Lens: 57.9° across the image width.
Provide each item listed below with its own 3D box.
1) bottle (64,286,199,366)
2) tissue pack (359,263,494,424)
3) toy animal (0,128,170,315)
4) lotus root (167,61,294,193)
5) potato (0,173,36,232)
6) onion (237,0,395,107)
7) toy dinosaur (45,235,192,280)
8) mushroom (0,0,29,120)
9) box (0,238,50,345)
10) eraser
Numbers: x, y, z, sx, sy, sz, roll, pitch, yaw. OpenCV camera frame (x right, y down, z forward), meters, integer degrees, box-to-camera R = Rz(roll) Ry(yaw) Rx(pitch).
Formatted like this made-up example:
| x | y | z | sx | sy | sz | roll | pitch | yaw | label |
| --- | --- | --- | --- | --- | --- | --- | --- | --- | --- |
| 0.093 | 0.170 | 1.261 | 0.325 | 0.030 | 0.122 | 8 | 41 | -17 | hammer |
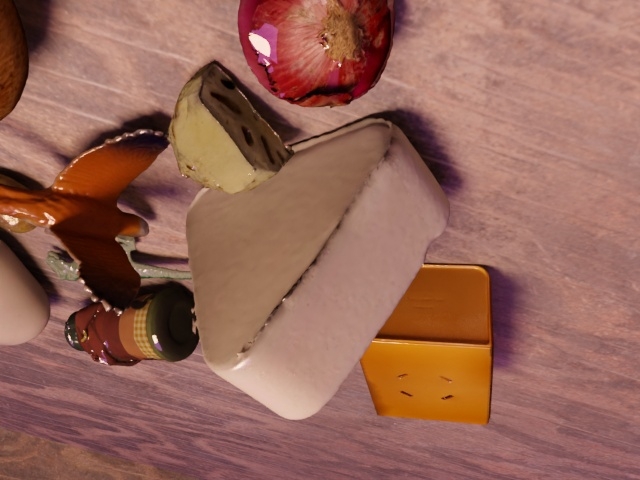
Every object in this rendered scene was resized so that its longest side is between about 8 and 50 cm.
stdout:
| x | y | z | sx | sy | sz | roll | pitch | yaw | label |
| --- | --- | --- | --- | --- | --- | --- | --- | --- | --- |
| -0.367 | 0.165 | 1.078 | 0.272 | 0.143 | 0.156 | -7 | 139 | 27 | bottle |
| 0.175 | 0.170 | 0.921 | 0.195 | 0.145 | 0.274 | 3 | 143 | 16 | tissue pack |
| -0.363 | -0.031 | 0.746 | 0.285 | 0.224 | 0.302 | 10 | 171 | -19 | toy animal |
| -0.123 | -0.106 | 0.676 | 0.143 | 0.070 | 0.144 | 42 | 137 | -12 | lotus root |
| -0.480 | -0.059 | 0.869 | 0.138 | 0.070 | 0.091 | 25 | 147 | 12 | potato |
| -0.016 | -0.197 | 0.528 | 0.150 | 0.150 | 0.140 | 47 | 172 | -38 | onion |
| -0.315 | 0.026 | 0.938 | 0.383 | 0.076 | 0.129 | 2 | 149 | 20 | toy dinosaur |
| -0.446 | -0.229 | 0.528 | 0.345 | 0.239 | 0.345 | 25 | 140 | 23 | mushroom |
| -0.696 | 0.076 | 1.059 | 0.349 | 0.141 | 0.288 | 6 | 142 | 10 | box |
| 0.000 | 0.000 | 0.688 | 0.332 | 0.331 | 0.150 | -17 | 136 | 34 | eraser |
